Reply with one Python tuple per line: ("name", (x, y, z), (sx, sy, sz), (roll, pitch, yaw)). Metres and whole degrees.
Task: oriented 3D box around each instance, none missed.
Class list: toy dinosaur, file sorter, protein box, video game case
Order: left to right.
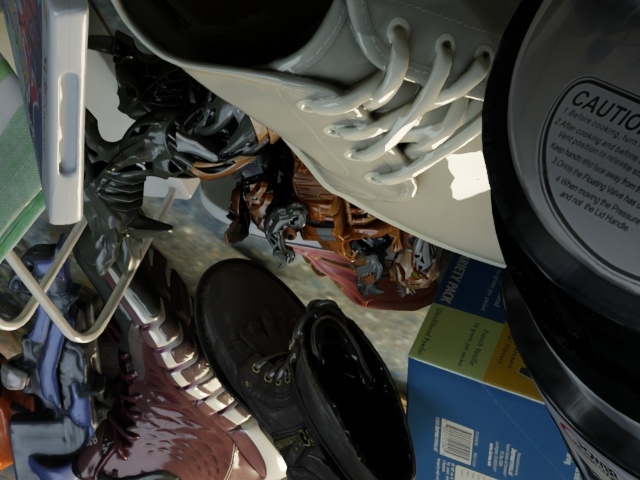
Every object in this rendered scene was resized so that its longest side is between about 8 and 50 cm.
("file sorter", (-0.272, -0.050, 1.307), (0.278, 0.173, 0.193), (5, 143, 31))
("video game case", (-0.160, -0.141, 1.024), (0.023, 0.201, 0.183), (-8, 146, -14))
("toy dinosaur", (-0.043, -0.091, 1.145), (0.218, 0.164, 0.322), (-17, 102, 30))
("protein box", (0.174, 0.108, 1.250), (0.201, 0.136, 0.200), (18, 148, 13))

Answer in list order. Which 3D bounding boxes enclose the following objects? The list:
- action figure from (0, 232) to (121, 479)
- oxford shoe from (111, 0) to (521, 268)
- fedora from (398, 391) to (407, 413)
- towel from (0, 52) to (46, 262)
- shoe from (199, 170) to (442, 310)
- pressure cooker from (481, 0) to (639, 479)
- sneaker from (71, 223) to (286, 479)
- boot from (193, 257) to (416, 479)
("action figure", (-0.247, 0.111, 1.604), (0.330, 0.178, 0.341), (12, 120, 11))
("oxford shoe", (0.032, -0.095, 0.986), (0.169, 0.130, 0.449), (-42, 125, 15))
("fedora", (0.039, 0.193, 1.533), (0.194, 0.079, 0.194), (19, 148, 12))
("towel", (-0.319, -0.085, 1.180), (0.248, 0.038, 0.325), (-47, 69, 24))
("shoe", (0.000, 0.000, 1.285), (0.178, 0.063, 0.081), (14, 142, 12))
("pressure cooker", (0.269, -0.013, 0.790), (0.370, 0.375, 0.420), (-11, 135, 24))
("sneaker", (-0.153, 0.122, 1.460), (0.162, 0.106, 0.281), (-31, 117, 10))
("boot", (-0.004, 0.090, 1.284), (0.263, 0.091, 0.229), (58, 165, 17))
